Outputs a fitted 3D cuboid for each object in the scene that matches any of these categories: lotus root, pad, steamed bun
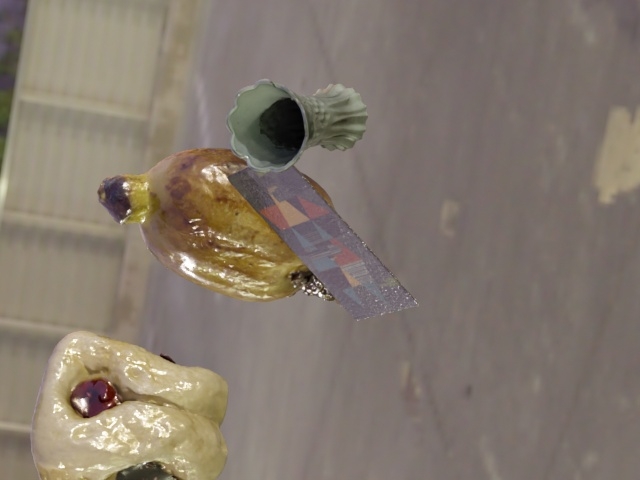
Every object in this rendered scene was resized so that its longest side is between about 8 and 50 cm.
[{"bbox_3d":[-0.095,-0.022,1.810,0.169,0.314,0.141,-50,28,42],"label":"lotus root"},{"bbox_3d":[0.000,0.000,1.667,0.003,0.211,0.143,-48,12,-25],"label":"pad"},{"bbox_3d":[-0.155,0.165,1.417,0.141,0.155,0.172,72,-165,-51],"label":"steamed bun"}]

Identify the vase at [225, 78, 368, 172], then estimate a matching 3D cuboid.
[{"bbox_3d":[-0.013,-0.105,1.450,0.149,0.081,0.081,-15,-61,-62],"label":"vase"}]
